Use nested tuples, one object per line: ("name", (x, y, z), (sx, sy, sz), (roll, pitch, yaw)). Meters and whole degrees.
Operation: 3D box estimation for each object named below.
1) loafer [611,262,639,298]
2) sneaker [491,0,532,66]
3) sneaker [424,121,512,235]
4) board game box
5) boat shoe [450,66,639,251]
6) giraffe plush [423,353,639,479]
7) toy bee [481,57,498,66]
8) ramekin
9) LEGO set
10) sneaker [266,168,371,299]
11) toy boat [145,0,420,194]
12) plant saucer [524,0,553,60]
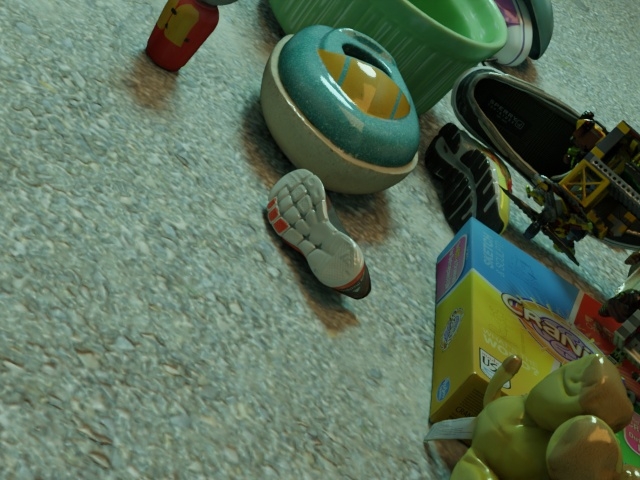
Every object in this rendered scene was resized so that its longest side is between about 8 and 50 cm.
("loafer", (0.406, 0.071, 1.641), (0.268, 0.092, 0.102), (-25, 101, -49))
("sneaker", (0.224, -0.400, 2.188), (0.161, 0.102, 0.282), (-6, 64, -43))
("sneaker", (0.194, -0.064, 1.597), (0.094, 0.081, 0.208), (29, 25, -25))
("board game box", (0.222, 0.128, 1.316), (0.242, 0.064, 0.316), (33, 25, -11))
("boat shoe", (0.296, -0.088, 1.621), (0.335, 0.121, 0.119), (31, 8, -1))
("giraffe plush", (0.198, 0.204, 1.078), (0.170, 0.181, 0.210), (41, -12, -18))
("toy bee", (0.185, -0.386, 2.057), (0.298, 0.162, 0.195), (19, 29, -34))
("ramekin", (0.078, -0.300, 1.747), (0.303, 0.148, 0.303), (31, 29, -20))
("LEGO set", (0.317, 0.050, 1.359), (0.331, 0.192, 0.255), (46, -4, 10))
("sneaker", (0.000, 0.000, 1.274), (0.065, 0.061, 0.158), (52, 8, -49))
("toy boat", (-0.020, -0.182, 1.432), (0.318, 0.148, 0.267), (29, 26, -19))
("plant saucer", (0.319, -0.456, 2.286), (0.317, 0.044, 0.317), (-24, 90, -89))
